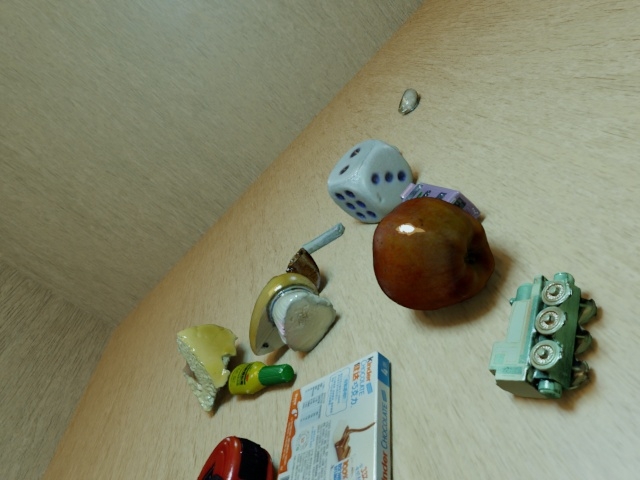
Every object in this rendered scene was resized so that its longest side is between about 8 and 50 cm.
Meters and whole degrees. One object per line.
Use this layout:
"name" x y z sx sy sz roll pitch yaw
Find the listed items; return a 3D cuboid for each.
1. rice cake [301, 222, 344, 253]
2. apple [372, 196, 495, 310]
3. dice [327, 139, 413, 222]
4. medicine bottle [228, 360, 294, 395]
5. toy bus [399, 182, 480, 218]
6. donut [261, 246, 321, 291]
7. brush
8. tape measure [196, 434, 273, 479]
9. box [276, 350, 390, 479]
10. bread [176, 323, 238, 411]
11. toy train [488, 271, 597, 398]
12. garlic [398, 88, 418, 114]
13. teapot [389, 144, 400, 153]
"rice cake" 0.000 0.000 1.504 0.210 0.034 0.043 -32 25 36
"apple" 0.215 0.023 0.847 0.234 0.234 0.234 -39 25 22
"dice" 0.151 -0.179 1.310 0.192 0.193 0.194 -55 25 -18
"medicine bottle" -0.165 0.376 1.177 0.260 0.064 0.095 -24 33 44
"toy bus" 0.277 -0.075 1.024 0.096 0.108 0.199 -49 23 -1
"donut" -0.081 0.128 1.328 0.217 0.141 0.085 -42 14 16
"brush" -0.094 0.229 1.166 0.267 0.174 0.166 -55 31 8
"tape measure" -0.198 0.541 0.869 0.253 0.114 0.260 -55 17 17
"box" 0.024 0.384 0.839 0.265 0.048 0.273 -36 25 32
"bread" -0.324 0.385 1.373 0.211 0.224 0.184 -17 -41 -46
"toy train" 0.329 0.138 0.640 0.125 0.080 0.194 -23 35 54
"garlic" 0.354 -0.573 1.718 0.084 0.066 0.152 -19 39 53
"teapot" 0.240 -0.290 1.504 0.064 0.064 0.083 175 101 -69
